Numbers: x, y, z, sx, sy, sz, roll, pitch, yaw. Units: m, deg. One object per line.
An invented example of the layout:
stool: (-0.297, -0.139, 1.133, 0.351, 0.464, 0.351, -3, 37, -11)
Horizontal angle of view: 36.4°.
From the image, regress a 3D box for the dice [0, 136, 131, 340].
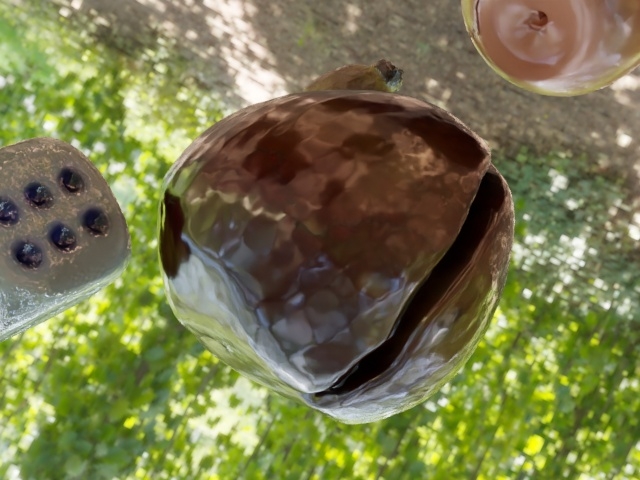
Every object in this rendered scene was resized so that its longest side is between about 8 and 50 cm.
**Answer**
dice: (-0.357, 0.001, 1.158, 0.192, 0.193, 0.194, -31, 88, 46)

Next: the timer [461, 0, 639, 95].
timer: (0.269, -0.274, 1.052, 0.230, 0.215, 0.229, 19, 131, 24)

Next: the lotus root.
lotus root: (0.026, -0.175, 1.470, 0.145, 0.260, 0.128, 51, -158, 11)

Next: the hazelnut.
hazelnut: (0.000, 0.000, 1.105, 0.402, 0.402, 0.429, 29, 173, -14)
